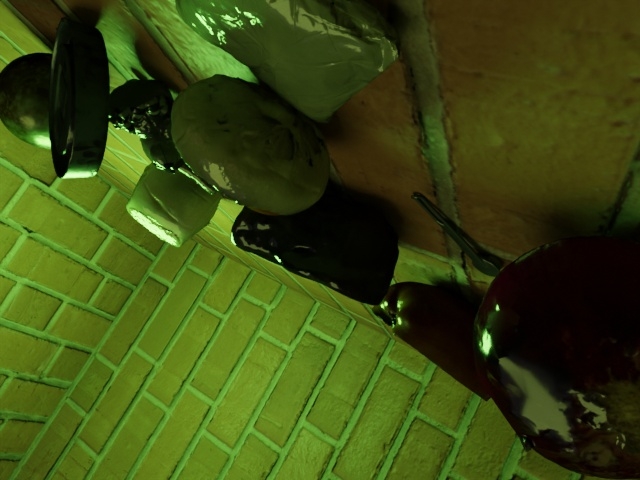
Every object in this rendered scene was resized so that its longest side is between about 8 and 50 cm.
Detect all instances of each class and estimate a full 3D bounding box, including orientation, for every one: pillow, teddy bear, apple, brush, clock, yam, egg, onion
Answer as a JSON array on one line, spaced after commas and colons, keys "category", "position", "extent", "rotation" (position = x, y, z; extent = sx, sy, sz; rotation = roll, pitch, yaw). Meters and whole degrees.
[{"category": "pillow", "position": [-0.064, -0.263, 0.608], "extent": [0.281, 0.076, 0.274], "rotation": [34, 168, -13]}, {"category": "teddy bear", "position": [-0.352, -0.248, 1.095], "extent": [0.251, 0.171, 0.144], "rotation": [56, -171, -46]}, {"category": "apple", "position": [0.317, 0.274, 1.333], "extent": [0.365, 0.295, 0.329], "rotation": [39, 138, -23]}, {"category": "brush", "position": [0.269, -0.012, 0.945], "extent": [0.266, 0.027, 0.062], "rotation": [40, 163, -24]}, {"category": "clock", "position": [-0.506, -0.287, 0.997], "extent": [0.066, 0.318, 0.319], "rotation": [-2, -172, -36]}, {"category": "yam", "position": [-0.428, -0.240, 1.489], "extent": [0.274, 0.061, 0.061], "rotation": [36, 165, -19]}, {"category": "egg", "position": [-0.693, -0.348, 1.222], "extent": [0.238, 0.238, 0.289], "rotation": [36, -164, -22]}, {"category": "onion", "position": [0.403, 0.145, 0.732], "extent": [0.348, 0.347, 0.385], "rotation": [29, -158, 5]}]

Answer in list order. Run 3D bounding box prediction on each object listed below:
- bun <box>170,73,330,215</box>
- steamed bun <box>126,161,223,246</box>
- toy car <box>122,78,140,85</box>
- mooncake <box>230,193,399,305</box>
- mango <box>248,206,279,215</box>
[{"category": "bun", "position": [-0.096, -0.171, 0.780], "extent": [0.287, 0.146, 0.287], "rotation": [33, -155, -18]}, {"category": "steamed bun", "position": [-0.496, -0.151, 1.646], "extent": [0.290, 0.273, 0.272], "rotation": [28, 151, -9]}, {"category": "toy car", "position": [-0.408, -0.323, 1.149], "extent": [0.142, 0.069, 0.055], "rotation": [38, -154, -33]}, {"category": "mooncake", "position": [0.000, 0.000, 1.134], "extent": [0.381, 0.212, 0.350], "rotation": [25, 171, 7]}, {"category": "mango", "position": [-0.136, -0.155, 0.960], "extent": [0.253, 0.138, 0.113], "rotation": [54, 165, -2]}]
